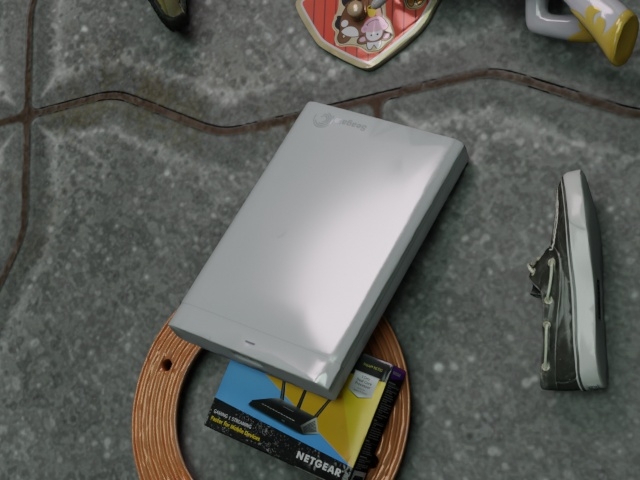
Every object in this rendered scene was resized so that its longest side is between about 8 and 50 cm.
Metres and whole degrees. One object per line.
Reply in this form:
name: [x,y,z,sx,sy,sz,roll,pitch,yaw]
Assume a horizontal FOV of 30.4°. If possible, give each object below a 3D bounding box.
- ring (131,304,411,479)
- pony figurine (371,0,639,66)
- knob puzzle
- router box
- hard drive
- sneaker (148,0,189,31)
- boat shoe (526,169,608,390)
ring: [-0.057,0.187,1.275,0.336,0.032,0.336,-7,71,22]
pony figurine: [0.208,-0.371,1.187,0.363,0.303,0.351,27,109,37]
knob puzzle: [0.056,-0.291,1.367,0.213,0.030,0.213,-7,72,23]
router box: [-0.017,0.164,1.218,0.179,0.046,0.133,18,82,28]
hard drive: [0.000,0.000,1.248,0.203,0.040,0.307,18,66,29]
sneaker: [-0.160,-0.463,1.470,0.182,0.158,0.410,-5,77,6]
boat shoe: [0.238,0.038,1.153,0.070,0.078,0.219,-6,74,23]
